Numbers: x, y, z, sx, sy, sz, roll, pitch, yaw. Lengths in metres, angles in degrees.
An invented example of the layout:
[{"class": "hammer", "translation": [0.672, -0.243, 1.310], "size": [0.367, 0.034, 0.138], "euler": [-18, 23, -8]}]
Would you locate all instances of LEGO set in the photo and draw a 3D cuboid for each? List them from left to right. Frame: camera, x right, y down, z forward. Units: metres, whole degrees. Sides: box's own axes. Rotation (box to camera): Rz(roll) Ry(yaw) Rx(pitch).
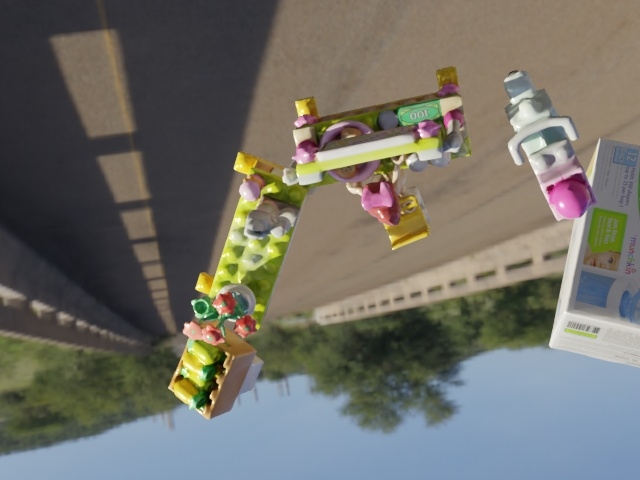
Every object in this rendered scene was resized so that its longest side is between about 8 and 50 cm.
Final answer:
[{"class": "LEGO set", "translation": [0.000, 0.000, 0.507], "size": [0.287, 0.132, 0.107], "euler": [-33, -169, 16]}]

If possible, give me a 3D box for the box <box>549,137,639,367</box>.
[{"class": "box", "translation": [0.313, 0.013, 0.960], "size": [0.114, 0.203, 0.103], "euler": [13, 157, 10]}]
